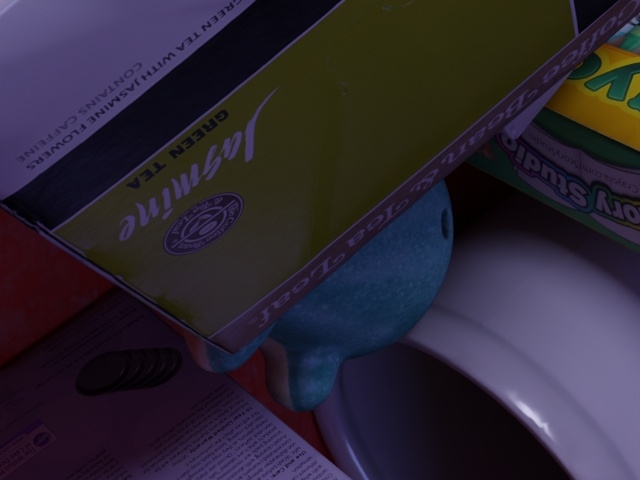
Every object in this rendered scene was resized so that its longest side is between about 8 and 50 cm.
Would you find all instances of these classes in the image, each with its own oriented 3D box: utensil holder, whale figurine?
[{"bbox_3d":[0.238,0.093,1.070,0.385,0.327,0.327,-36,137,-28],"label":"utensil holder"},{"bbox_3d":[0.000,0.000,0.822,0.272,0.141,0.216,-26,113,-73],"label":"whale figurine"}]

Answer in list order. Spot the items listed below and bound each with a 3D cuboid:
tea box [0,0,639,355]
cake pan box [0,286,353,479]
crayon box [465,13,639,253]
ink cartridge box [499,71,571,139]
[{"bbox_3d":[-0.022,-0.163,0.555,0.329,0.220,0.323,-40,156,0],"label":"tea box"},{"bbox_3d":[-0.142,0.173,0.779,0.267,0.246,0.070,-37,137,-25],"label":"cake pan box"},{"bbox_3d":[0.277,-0.129,0.924,0.313,0.363,0.106,-37,137,-24],"label":"crayon box"},{"bbox_3d":[0.079,-0.169,0.826,0.139,0.190,0.082,-50,142,-9],"label":"ink cartridge box"}]
